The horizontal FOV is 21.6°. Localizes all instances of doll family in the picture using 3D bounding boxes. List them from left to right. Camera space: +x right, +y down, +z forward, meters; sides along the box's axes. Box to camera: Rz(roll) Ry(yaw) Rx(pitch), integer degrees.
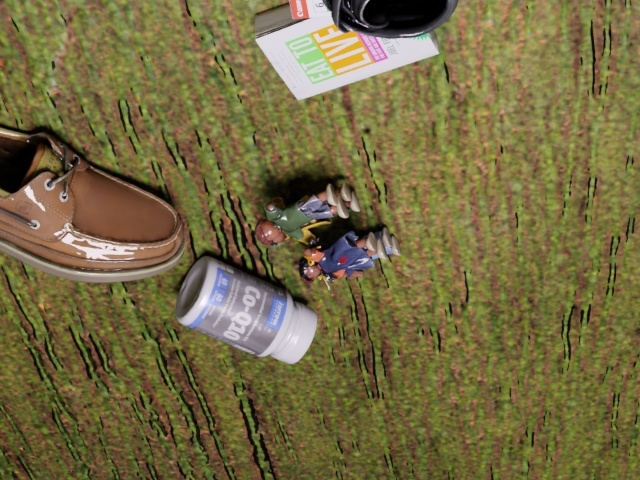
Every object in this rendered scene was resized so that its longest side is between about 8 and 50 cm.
[{"bbox_3d":[0.000,0.000,1.704,0.111,0.076,0.193,-25,132,19],"label":"doll family"}]

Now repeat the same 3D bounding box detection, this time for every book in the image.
[{"bbox_3d":[0.025,-0.188,1.542,0.144,0.035,0.096,-18,136,18],"label":"book"}]

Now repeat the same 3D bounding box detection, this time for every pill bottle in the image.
[{"bbox_3d":[-0.078,0.077,1.781,0.137,0.078,0.078,25,132,-21],"label":"pill bottle"}]

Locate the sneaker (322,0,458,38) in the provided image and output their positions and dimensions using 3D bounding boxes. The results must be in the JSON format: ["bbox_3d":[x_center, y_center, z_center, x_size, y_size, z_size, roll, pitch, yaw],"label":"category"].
[{"bbox_3d":[-0.009,-0.250,1.394,0.295,0.147,0.104,8,137,-3],"label":"sneaker"}]

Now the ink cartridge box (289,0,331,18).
[{"bbox_3d":[-0.006,-0.226,1.478,0.115,0.063,0.029,-4,136,8],"label":"ink cartridge box"}]

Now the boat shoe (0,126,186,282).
[{"bbox_3d":[-0.276,-0.044,1.644,0.307,0.111,0.104,12,136,-10],"label":"boat shoe"}]
